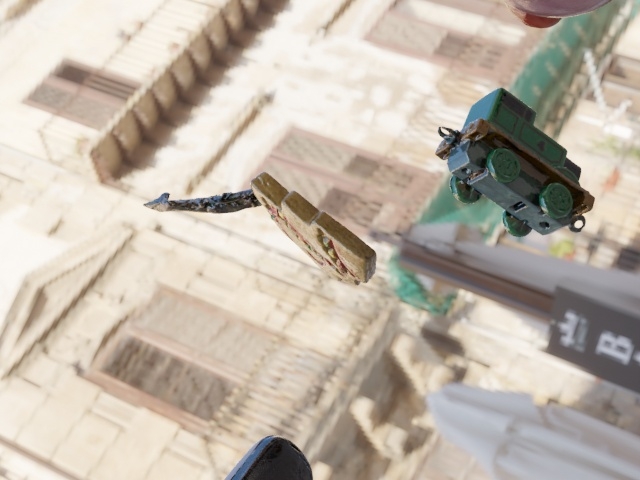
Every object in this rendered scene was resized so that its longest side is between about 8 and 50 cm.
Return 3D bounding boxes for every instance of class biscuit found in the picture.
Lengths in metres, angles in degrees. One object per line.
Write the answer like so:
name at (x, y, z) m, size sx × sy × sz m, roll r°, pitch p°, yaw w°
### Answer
biscuit at (0.000, 0.000, 1.695) m, size 0.041 × 0.239 × 0.212 m, roll -45°, pitch -60°, yaw -11°

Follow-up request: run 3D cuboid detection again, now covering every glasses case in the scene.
glasses case at (-0.115, 0.418, 1.864) m, size 0.122 × 0.075 × 0.314 m, roll 54°, pitch -131°, yaw -16°

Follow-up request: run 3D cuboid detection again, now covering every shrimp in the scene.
shrimp at (-0.162, -0.058, 1.803) m, size 0.148 × 0.195 × 0.035 m, roll 7°, pitch -103°, yaw -65°

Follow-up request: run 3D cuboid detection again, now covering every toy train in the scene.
toy train at (0.239, -0.093, 1.526) m, size 0.091 × 0.228 × 0.136 m, roll -32°, pitch 32°, yaw 55°

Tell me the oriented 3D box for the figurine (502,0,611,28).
figurine at (0.201, -0.272, 1.061) m, size 0.173 × 0.173 × 0.173 m, roll -43°, pitch -36°, yaw -43°
